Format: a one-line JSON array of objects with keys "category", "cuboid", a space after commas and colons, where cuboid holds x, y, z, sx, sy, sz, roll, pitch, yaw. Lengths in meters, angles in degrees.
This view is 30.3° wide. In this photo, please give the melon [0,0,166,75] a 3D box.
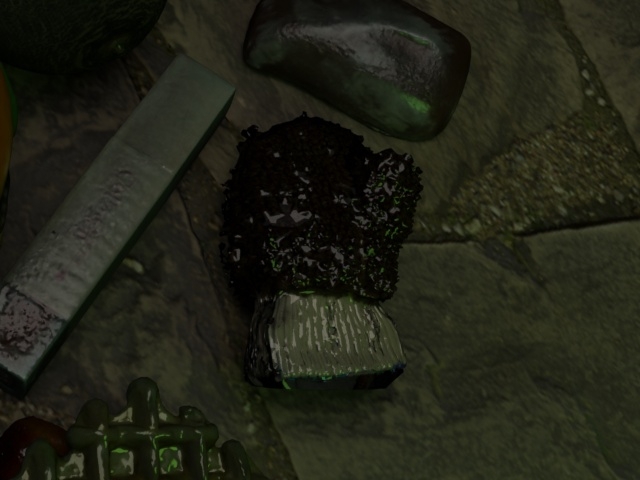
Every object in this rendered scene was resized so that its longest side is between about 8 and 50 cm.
[{"category": "melon", "cuboid": [-0.287, -0.314, 1.150, 0.248, 0.248, 0.329, -36, 83, -26]}]

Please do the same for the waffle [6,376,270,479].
[{"category": "waffle", "cuboid": [-0.152, 0.295, 1.022, 0.309, 0.056, 0.292, 49, 62, -12]}]

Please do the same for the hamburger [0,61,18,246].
[{"category": "hamburger", "cuboid": [-0.451, -0.057, 0.981, 0.396, 0.277, 0.396, 6, 66, -14]}]

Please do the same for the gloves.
[{"category": "gloves", "cuboid": [0.002, 0.002, 1.174, 0.210, 0.135, 0.312, -6, 69, -15]}]

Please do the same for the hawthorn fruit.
[{"category": "hawthorn fruit", "cuboid": [-0.255, 0.195, 1.055, 0.077, 0.077, 0.077, 6, 67, -14]}]

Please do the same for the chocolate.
[{"category": "chocolate", "cuboid": [0.051, -0.223, 1.309, 0.254, 0.080, 0.157, 25, 64, -6]}]

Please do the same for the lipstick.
[{"category": "lipstick", "cuboid": [-0.211, -0.022, 1.149, 0.076, 0.080, 0.371, 33, 64, -1]}]
